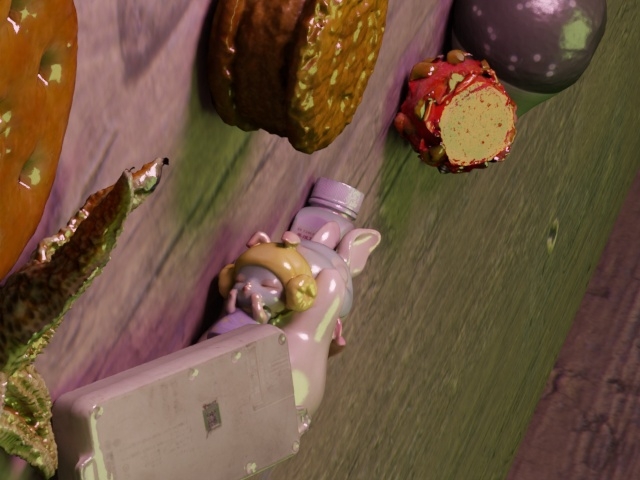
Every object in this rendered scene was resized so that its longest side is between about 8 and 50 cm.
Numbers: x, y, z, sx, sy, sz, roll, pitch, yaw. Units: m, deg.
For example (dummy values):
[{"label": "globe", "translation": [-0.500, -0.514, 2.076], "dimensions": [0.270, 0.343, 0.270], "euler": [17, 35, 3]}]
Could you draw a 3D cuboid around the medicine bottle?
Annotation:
[{"label": "medicine bottle", "translation": [0.000, 0.000, 1.775], "dimensions": [0.074, 0.055, 0.118], "euler": [41, 69, -72]}]

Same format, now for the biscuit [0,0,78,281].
[{"label": "biscuit", "translation": [-0.204, -0.068, 0.988], "dimensions": [0.220, 0.066, 0.220], "euler": [15, 90, -75]}]

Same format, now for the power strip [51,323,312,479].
[{"label": "power strip", "translation": [-0.108, 0.150, 1.420], "dimensions": [0.270, 0.046, 0.118], "euler": [-19, 105, -49]}]

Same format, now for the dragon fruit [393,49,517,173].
[{"label": "dragon fruit", "translation": [0.152, -0.137, 2.030], "dimensions": [0.133, 0.150, 0.208], "euler": [-40, 170, -7]}]

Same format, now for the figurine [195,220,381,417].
[{"label": "figurine", "translation": [-0.030, 0.052, 1.617], "dimensions": [0.155, 0.127, 0.235], "euler": [51, 54, -43]}]

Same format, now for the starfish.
[{"label": "starfish", "translation": [-0.198, 0.093, 1.125], "dimensions": [0.347, 0.078, 0.358], "euler": [-63, 179, 16]}]

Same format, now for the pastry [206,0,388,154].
[{"label": "pastry", "translation": [-0.017, -0.166, 1.438], "dimensions": [0.189, 0.103, 0.189], "euler": [19, 90, -74]}]

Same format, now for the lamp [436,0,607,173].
[{"label": "lamp", "translation": [0.219, -0.202, 2.107], "dimensions": [0.314, 0.182, 0.182], "euler": [-65, 167, 17]}]
